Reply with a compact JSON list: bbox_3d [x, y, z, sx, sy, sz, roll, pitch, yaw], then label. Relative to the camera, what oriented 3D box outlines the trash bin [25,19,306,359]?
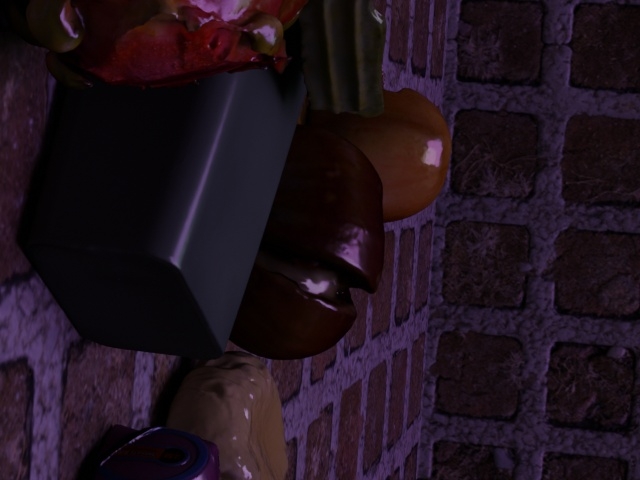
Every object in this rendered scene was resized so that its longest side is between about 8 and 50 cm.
[{"bbox_3d":[-0.116,-0.096,1.313,0.223,0.158,0.344,73,25,-60],"label":"trash bin"}]

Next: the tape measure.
[{"bbox_3d":[-0.148,0.216,1.379,0.125,0.118,0.074,-57,148,-59],"label":"tape measure"}]

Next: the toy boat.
[{"bbox_3d":[0.019,-0.193,1.257,0.276,0.084,0.111,95,-8,-69],"label":"toy boat"}]

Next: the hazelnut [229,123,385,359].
[{"bbox_3d":[-0.040,-0.003,1.629,0.217,0.217,0.252,54,56,-72],"label":"hazelnut"}]

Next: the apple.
[{"bbox_3d":[0.064,-0.108,1.838,0.199,0.199,0.199,4,90,-78],"label":"apple"}]

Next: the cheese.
[{"bbox_3d":[-0.096,0.230,1.628,0.214,0.117,0.226,-73,162,-57],"label":"cheese"}]

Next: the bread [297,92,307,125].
[{"bbox_3d":[-0.051,-0.165,1.786,0.077,0.084,0.368,10,85,-36],"label":"bread"}]

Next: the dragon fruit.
[{"bbox_3d":[-0.119,-0.234,1.137,0.307,0.227,0.243,-109,-154,-72],"label":"dragon fruit"}]

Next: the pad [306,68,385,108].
[{"bbox_3d":[0.009,-0.132,1.967,0.284,0.018,0.287,13,77,-59],"label":"pad"}]
